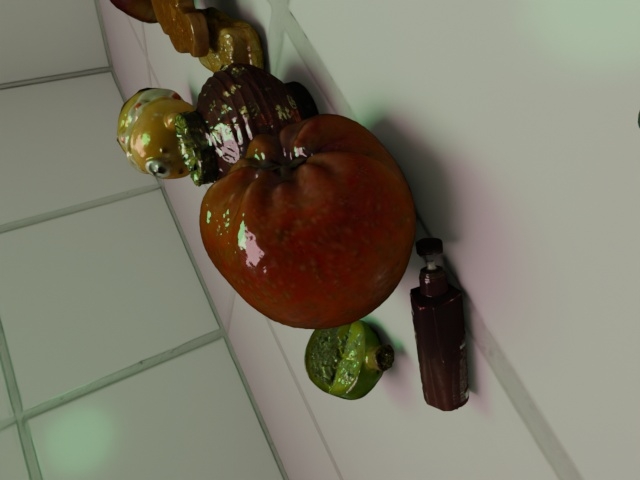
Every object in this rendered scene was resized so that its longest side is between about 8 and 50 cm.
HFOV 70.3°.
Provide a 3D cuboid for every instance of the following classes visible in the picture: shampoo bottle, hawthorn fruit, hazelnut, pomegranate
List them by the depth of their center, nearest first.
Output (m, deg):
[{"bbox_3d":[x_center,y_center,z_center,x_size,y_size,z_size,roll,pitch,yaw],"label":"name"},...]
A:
[{"bbox_3d":[0.152,0.111,0.589,0.068,0.067,0.236,-146,41,-65],"label":"shampoo bottle"},{"bbox_3d":[0.000,0.000,0.610,0.277,0.277,0.298,37,164,52],"label":"hawthorn fruit"},{"bbox_3d":[0.063,0.213,0.818,0.169,0.143,0.122,-7,147,29],"label":"pomegranate"},{"bbox_3d":[-0.405,-0.632,1.079,0.208,0.208,0.208,48,149,42],"label":"hazelnut"}]

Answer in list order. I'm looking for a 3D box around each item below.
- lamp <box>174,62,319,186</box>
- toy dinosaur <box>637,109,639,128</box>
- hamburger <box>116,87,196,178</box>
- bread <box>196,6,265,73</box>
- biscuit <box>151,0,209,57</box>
[{"bbox_3d":[-0.124,-0.178,0.771,0.247,0.247,0.247,48,149,42],"label":"lamp"},{"bbox_3d":[0.262,-0.139,0.131,0.147,0.076,0.363,64,154,-3],"label":"toy dinosaur"},{"bbox_3d":[-0.463,-0.309,1.393,0.237,0.276,0.276,33,139,37],"label":"hamburger"},{"bbox_3d":[-0.196,-0.393,0.938,0.271,0.077,0.139,44,147,46],"label":"bread"},{"bbox_3d":[-0.288,-0.482,0.914,0.334,0.047,0.202,38,143,53],"label":"biscuit"}]
